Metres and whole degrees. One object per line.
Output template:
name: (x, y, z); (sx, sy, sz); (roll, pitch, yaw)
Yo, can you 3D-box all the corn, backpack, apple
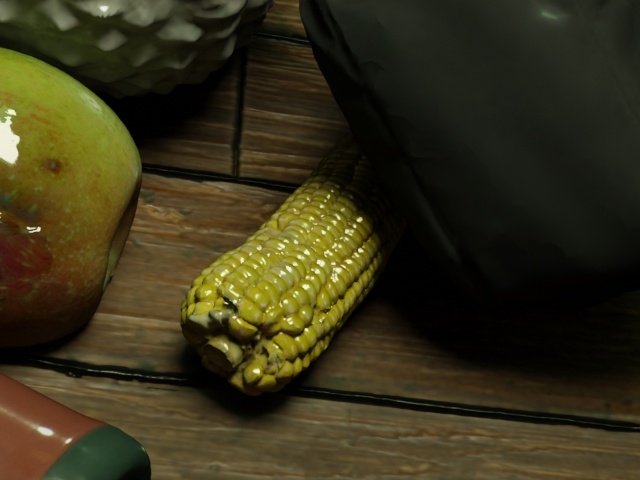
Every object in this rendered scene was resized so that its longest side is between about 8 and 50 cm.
corn: (0.000, 0.000, 0.857); (0.101, 0.101, 0.292); (27, 42, 10)
backpack: (0.176, -0.158, 0.906); (0.363, 0.254, 0.446); (57, 23, -15)
apple: (-0.219, -0.034, 0.783); (0.188, 0.174, 0.207); (9, 61, -3)

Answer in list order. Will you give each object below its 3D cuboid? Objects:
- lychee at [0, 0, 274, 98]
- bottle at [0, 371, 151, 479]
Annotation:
lychee: (-0.177, -0.296, 0.893); (0.432, 0.380, 0.380); (12, 45, -5)
bottle: (-0.268, 0.102, 0.653); (0.336, 0.144, 0.144); (26, 46, 12)
